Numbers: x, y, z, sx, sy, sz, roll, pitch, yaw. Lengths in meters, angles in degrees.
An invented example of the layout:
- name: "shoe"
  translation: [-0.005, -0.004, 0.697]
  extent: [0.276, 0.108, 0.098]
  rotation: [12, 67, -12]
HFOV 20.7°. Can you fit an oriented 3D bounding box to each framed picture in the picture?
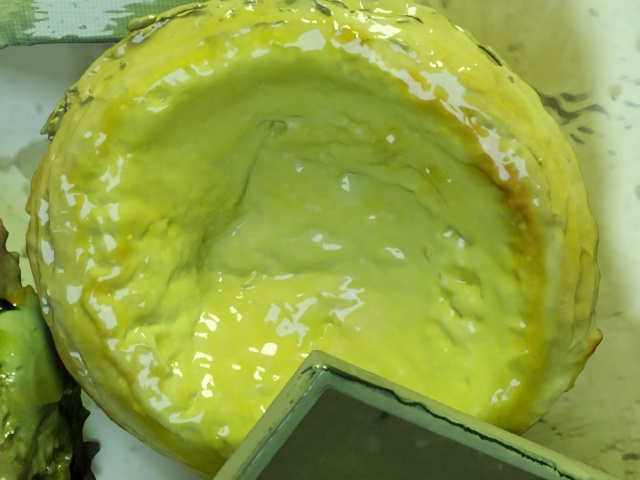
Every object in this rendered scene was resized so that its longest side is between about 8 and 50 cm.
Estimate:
- name: "framed picture"
  translation: [0.055, 0.197, 0.962]
  extent: [0.315, 0.024, 0.232]
  rotation: [26, 111, -31]

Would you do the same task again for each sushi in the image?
- name: "sushi"
  translation: [-0.194, 0.101, 0.974]
  extent: [0.107, 0.161, 0.241]
  rotation: [-3, 129, 11]

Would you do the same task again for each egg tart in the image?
- name: "egg tart"
  translation: [0.000, 0.000, 0.945]
  extent: [0.314, 0.120, 0.315]
  rotation: [4, 115, 8]

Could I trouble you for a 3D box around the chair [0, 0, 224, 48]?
- name: "chair"
  translation: [-0.212, -0.151, 0.889]
  extent: [0.319, 0.186, 0.160]
  rotation: [0, 108, 13]
